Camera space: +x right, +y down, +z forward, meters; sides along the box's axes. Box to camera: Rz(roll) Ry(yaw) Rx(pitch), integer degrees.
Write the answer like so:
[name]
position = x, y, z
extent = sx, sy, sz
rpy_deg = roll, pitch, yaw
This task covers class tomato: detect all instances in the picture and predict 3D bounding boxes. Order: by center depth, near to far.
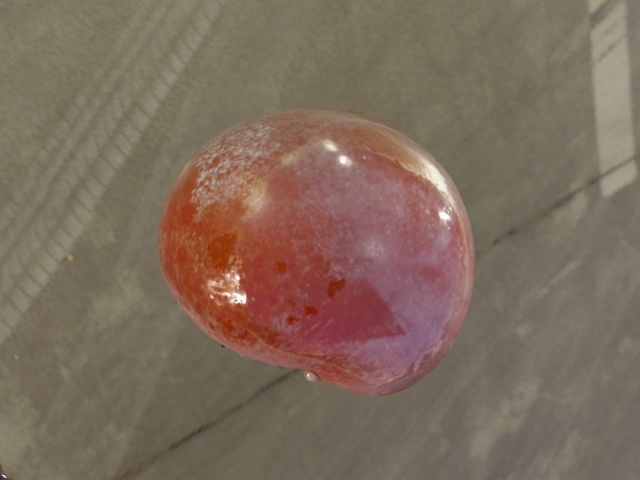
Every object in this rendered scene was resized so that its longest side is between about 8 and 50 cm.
[tomato]
position = 0.000, 0.000, 0.873
extent = 0.270, 0.270, 0.227
rpy_deg = 22, 89, -39

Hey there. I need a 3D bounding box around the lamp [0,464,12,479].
[lamp]
position = -0.401, 0.317, 1.013
extent = 0.215, 0.151, 0.223
rpy_deg = -6, 152, -29
